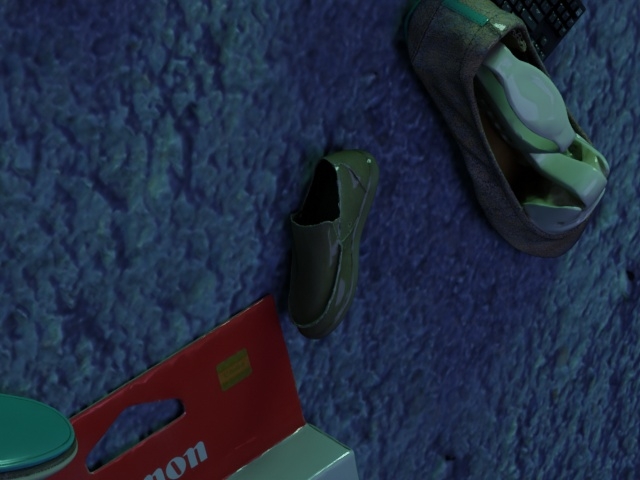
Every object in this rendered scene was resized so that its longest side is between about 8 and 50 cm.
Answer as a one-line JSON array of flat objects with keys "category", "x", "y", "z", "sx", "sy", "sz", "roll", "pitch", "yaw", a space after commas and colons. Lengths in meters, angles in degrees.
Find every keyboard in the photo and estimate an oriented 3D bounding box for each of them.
[{"category": "keyboard", "x": 0.159, "y": -0.225, "z": 1.247, "sx": 0.108, "sy": 0.023, "sz": 0.180, "roll": -55, "pitch": 134, "yaw": -10}]

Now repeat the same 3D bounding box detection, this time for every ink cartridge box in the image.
[{"category": "ink cartridge box", "x": -0.103, "y": 0.223, "z": 1.170, "sx": 0.296, "sy": 0.066, "sz": 0.261, "roll": -32, "pitch": 127, "yaw": -29}]

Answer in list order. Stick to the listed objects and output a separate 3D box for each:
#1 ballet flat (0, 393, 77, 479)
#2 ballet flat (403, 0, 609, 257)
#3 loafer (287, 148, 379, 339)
[{"category": "ballet flat", "x": -0.272, "y": 0.144, "z": 0.988, "sx": 0.248, "sy": 0.086, "sz": 0.086, "roll": 4, "pitch": 104, "yaw": -41}, {"category": "ballet flat", "x": 0.168, "y": -0.074, "z": 1.259, "sx": 0.107, "sy": 0.106, "sz": 0.316, "roll": -53, "pitch": 134, "yaw": -11}, {"category": "loafer", "x": 0.000, "y": 0.000, "z": 1.179, "sx": 0.050, "sy": 0.056, "sz": 0.148, "roll": 14, "pitch": 88, "yaw": -43}]
